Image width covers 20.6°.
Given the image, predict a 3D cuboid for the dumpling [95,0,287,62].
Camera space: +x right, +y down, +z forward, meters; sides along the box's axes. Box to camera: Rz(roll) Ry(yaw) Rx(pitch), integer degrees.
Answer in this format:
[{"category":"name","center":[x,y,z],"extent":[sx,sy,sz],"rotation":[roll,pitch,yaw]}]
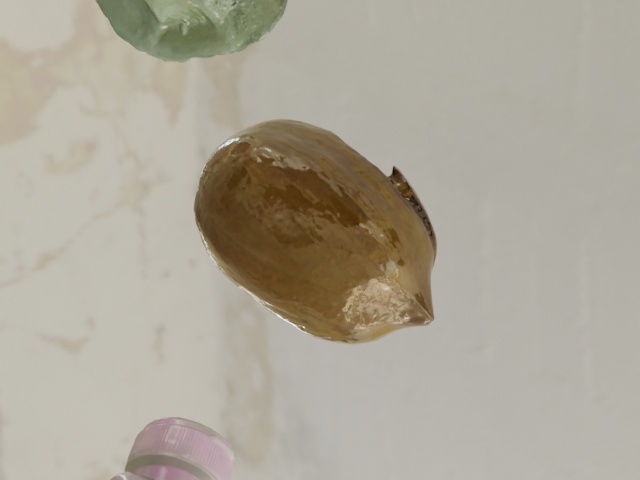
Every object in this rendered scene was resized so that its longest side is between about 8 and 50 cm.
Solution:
[{"category":"dumpling","center":[-0.123,-0.243,1.431],"extent":[0.219,0.152,0.108],"rotation":[46,-10,8]}]

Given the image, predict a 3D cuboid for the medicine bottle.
[{"category":"medicine bottle","center":[-0.106,0.203,0.989],"extent":[0.115,0.078,0.219],"rotation":[105,3,-51]}]

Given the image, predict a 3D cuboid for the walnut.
[{"category":"walnut","center":[0.000,0.000,1.817],"extent":[0.298,0.203,0.203],"rotation":[42,-36,19]}]
